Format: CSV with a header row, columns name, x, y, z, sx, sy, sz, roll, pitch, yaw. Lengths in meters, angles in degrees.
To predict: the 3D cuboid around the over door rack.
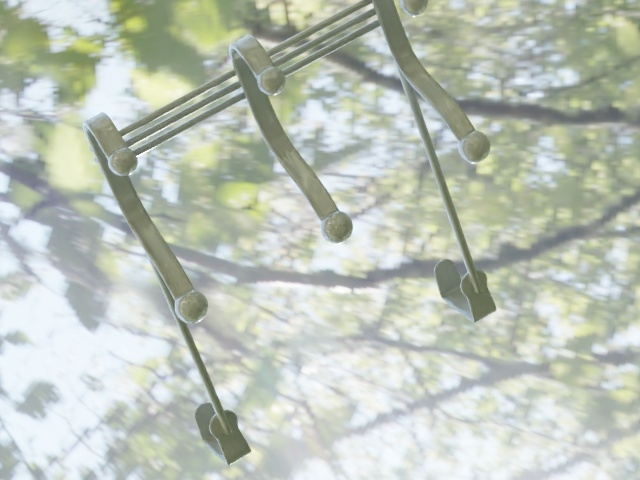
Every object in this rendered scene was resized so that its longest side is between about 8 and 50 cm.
name,x,y,z,sx,sy,sz,roll,pitch,yaw
over door rack,0.000,0.000,1.317,0.239,0.108,0.324,-29,-47,-13
